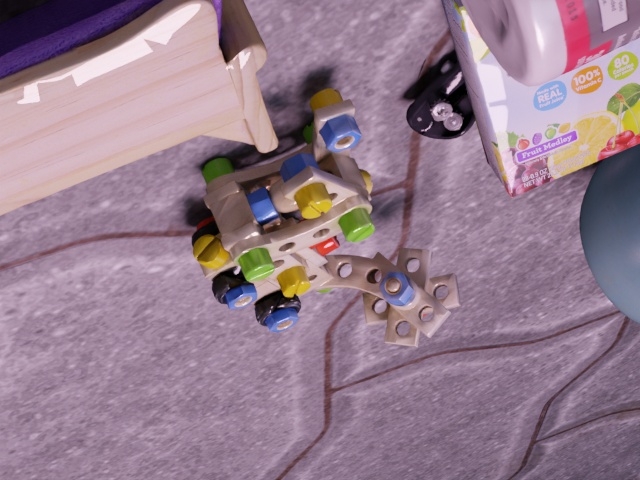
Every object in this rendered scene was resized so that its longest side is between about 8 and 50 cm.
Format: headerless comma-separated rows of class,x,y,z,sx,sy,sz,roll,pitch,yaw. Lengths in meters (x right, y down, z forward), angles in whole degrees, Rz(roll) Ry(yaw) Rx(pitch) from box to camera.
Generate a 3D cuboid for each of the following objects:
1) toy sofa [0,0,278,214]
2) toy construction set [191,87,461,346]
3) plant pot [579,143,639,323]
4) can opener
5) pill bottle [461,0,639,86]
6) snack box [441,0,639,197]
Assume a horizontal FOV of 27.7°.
toy sofa,-0.224,-0.101,0.878,0.362,0.150,0.177,-23,148,-3
toy construction set,0.000,0.000,1.254,0.215,0.151,0.328,-30,141,11
plant pot,0.425,-0.027,1.397,0.293,0.293,0.235,0,160,-39
can opener,0.151,-0.161,1.183,0.059,0.073,0.186,35,119,-19
pill bottle,0.255,-0.255,0.946,0.318,0.176,0.176,-26,153,-1
snack box,0.210,-0.162,1.119,0.174,0.070,0.207,-24,127,-1
